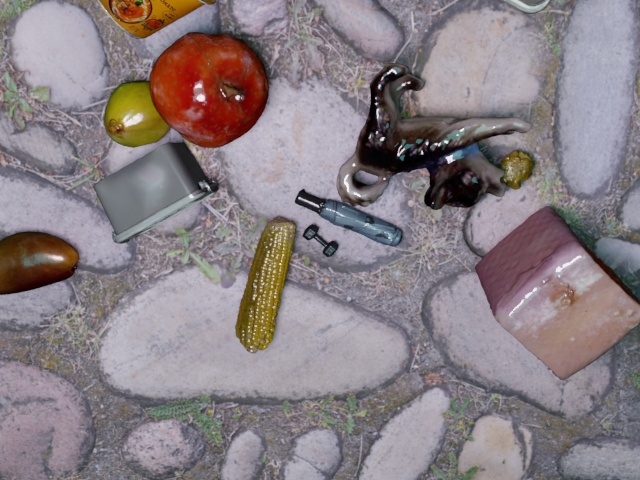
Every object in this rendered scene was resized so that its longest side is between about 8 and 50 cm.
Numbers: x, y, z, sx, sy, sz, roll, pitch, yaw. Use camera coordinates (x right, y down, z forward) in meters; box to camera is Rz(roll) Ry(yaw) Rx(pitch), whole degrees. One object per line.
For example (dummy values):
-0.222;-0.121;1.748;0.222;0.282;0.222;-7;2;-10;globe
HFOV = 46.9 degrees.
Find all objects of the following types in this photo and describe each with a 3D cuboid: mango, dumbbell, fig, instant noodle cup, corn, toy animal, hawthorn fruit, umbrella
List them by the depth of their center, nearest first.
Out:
-0.334;-0.510;1.442;0.172;0.215;0.215;-30;102;20;instant noodle cup
-0.203;-0.298;1.450;0.242;0.272;0.241;-6;105;-21;hawthorn fruit
0.220;-0.164;1.518;0.344;0.194;0.302;25;101;0;toy animal
-0.382;-0.265;1.555;0.136;0.121;0.153;34;81;-1;fig
0.062;-0.047;1.623;0.251;0.053;0.052;22;107;-4;umbrella
0.000;0.000;1.649;0.083;0.040;0.036;40;134;-8;dumbbell
-0.123;0.102;1.655;0.097;0.097;0.319;15;104;-1;corn
-0.671;0.050;1.657;0.268;0.111;0.133;-13;121;5;mango

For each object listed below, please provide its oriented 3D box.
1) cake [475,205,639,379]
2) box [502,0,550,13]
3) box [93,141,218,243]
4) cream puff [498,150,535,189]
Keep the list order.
0.482;0.099;1.519;0.230;0.309;0.237;-41;104;17;cake
0.340;-0.570;1.396;0.312;0.182;0.175;27;105;-4;box
-0.356;-0.107;1.580;0.243;0.163;0.135;-29;94;11;box
0.413;-0.150;1.575;0.083;0.058;0.083;5;98;0;cream puff
